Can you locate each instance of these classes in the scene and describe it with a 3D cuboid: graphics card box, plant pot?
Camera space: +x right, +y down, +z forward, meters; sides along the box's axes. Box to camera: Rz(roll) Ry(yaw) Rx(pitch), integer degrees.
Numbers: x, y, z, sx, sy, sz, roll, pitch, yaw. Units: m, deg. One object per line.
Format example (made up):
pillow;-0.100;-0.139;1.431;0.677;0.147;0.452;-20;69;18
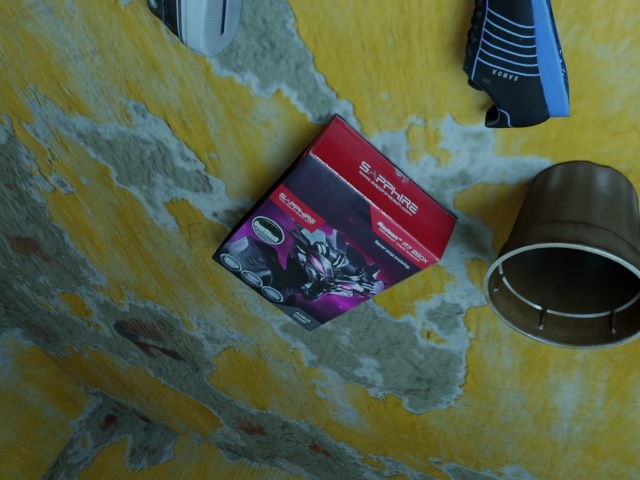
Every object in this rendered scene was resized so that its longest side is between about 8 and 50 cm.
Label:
graphics card box;0.000;0.000;0.841;0.233;0.094;0.371;39;143;-12
plant pot;0.287;0.007;0.602;0.167;0.165;0.167;18;142;15

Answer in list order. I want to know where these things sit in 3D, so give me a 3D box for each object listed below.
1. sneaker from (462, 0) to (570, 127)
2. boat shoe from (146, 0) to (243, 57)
sneaker;0.173;-0.204;0.506;0.090;0.081;0.232;-9;130;30
boat shoe;-0.136;-0.337;0.523;0.119;0.121;0.335;29;142;4
